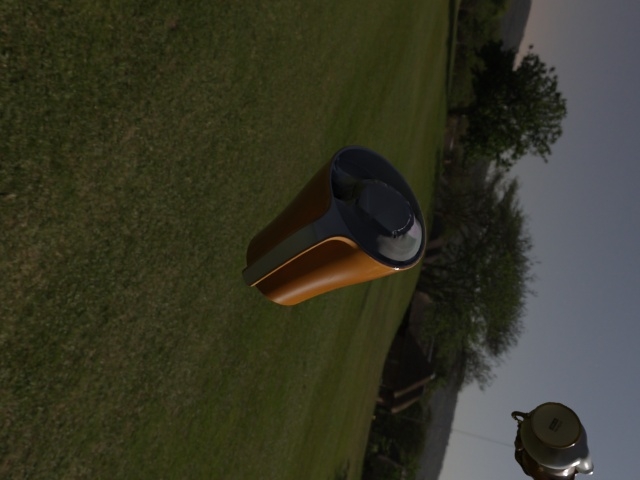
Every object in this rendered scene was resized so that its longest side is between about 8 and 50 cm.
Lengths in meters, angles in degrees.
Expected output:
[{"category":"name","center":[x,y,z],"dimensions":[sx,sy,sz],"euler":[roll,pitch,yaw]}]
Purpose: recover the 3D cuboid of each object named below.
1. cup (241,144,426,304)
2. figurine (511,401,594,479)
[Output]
[{"category":"cup","center":[0.000,0.000,0.727],"dimensions":[0.226,0.264,0.182],"euler":[-21,82,-48]},{"category":"figurine","center":[0.527,0.473,1.171],"dimensions":[0.142,0.189,0.263],"euler":[-40,139,-19]}]
